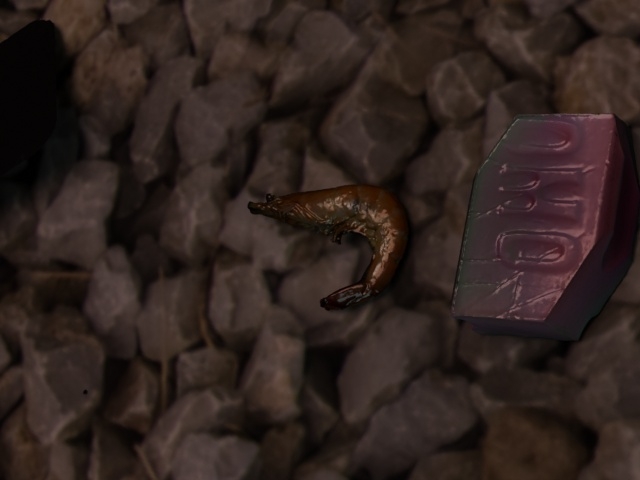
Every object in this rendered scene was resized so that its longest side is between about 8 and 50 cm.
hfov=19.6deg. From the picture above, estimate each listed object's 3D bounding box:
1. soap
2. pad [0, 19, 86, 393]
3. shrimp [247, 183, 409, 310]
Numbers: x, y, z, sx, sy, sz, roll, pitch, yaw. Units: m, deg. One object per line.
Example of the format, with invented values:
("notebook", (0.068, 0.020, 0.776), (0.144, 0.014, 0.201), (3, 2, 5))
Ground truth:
("soap", (0.145, -0.014, 1.163), (0.100, 0.056, 0.149), (4, 74, 29))
("pad", (-0.280, -0.002, 1.408), (0.250, 0.055, 0.323), (-30, 59, 18))
("shrimp", (0.000, 0.000, 1.261), (0.127, 0.025, 0.091), (12, 79, 30))
